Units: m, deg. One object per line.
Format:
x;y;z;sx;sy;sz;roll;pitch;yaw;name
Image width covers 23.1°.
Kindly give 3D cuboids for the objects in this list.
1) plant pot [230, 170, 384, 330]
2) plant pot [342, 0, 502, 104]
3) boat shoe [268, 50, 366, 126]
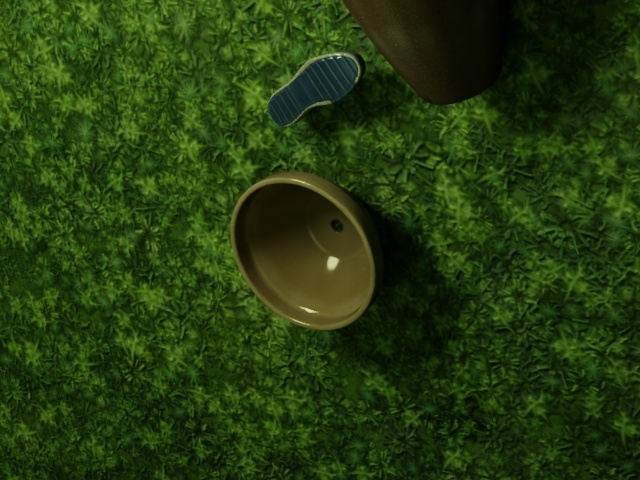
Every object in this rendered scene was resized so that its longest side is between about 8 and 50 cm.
0.000;0.000;2.211;0.237;0.110;0.237;17;123;28;plant pot
0.134;-0.289;1.912;0.215;0.215;0.230;0;129;35;plant pot
0.003;-0.215;2.115;0.183;0.066;0.066;-23;98;46;boat shoe
